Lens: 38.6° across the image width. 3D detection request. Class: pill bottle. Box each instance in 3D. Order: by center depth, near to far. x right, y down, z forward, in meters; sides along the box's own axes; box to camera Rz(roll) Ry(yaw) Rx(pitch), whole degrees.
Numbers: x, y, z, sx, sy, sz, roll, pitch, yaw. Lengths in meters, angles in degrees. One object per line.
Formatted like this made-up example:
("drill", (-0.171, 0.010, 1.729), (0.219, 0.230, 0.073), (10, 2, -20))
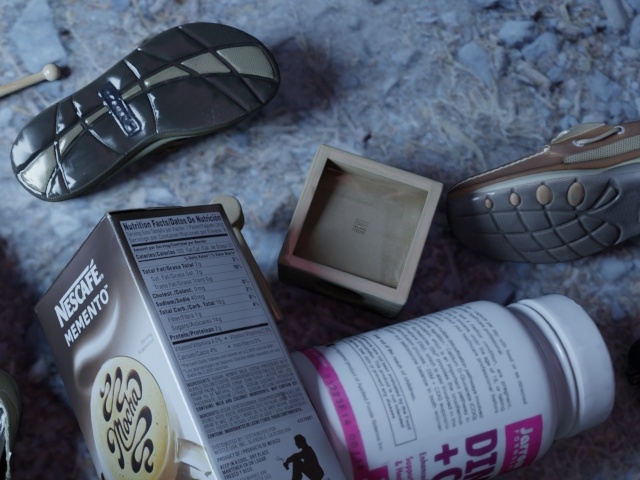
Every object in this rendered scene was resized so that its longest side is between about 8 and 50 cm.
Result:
("pill bottle", (0.113, 0.146, 0.839), (0.283, 0.160, 0.160), (-14, 77, -18))

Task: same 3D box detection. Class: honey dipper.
("honey dipper", (-0.332, -0.139, 0.903), (0.161, 0.030, 0.030), (-26, 81, -22))

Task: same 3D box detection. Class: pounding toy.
("pounding toy", (-0.008, 0.007, 0.899), (0.206, 0.094, 0.181), (18, 76, 3))

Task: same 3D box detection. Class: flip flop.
("flip flop", (-0.173, -0.124, 0.911), (0.277, 0.080, 0.112), (-31, 87, -3))

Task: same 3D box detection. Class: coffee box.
("coffee box", (-0.110, 0.137, 0.756), (0.119, 0.168, 0.297), (-8, 63, -43))

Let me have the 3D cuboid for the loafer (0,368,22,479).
("loafer", (-0.309, 0.233, 0.761), (0.102, 0.092, 0.268), (3, 73, -11))

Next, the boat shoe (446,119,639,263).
("boat shoe", (0.287, -0.062, 0.978), (0.325, 0.123, 0.116), (-8, 42, -6))

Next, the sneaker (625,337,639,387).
("sneaker", (0.433, 0.202, 0.926), (0.135, 0.097, 0.276), (-24, 79, -15))
